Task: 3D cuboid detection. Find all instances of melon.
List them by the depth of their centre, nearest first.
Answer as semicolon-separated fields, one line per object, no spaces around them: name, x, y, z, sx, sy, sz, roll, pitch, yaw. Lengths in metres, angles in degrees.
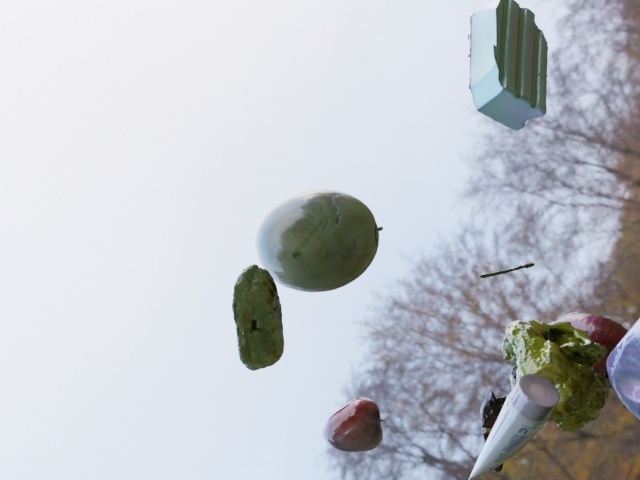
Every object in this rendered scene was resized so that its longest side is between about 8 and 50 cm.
melon;0.000;0.000;2.322;0.268;0.330;0.268;-15;-90;-82

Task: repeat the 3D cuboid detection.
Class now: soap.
soap;0.359;-0.346;1.715;0.145;0.091;0.230;24;-122;-25

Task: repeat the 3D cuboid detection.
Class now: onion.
onion;0.695;0.286;2.290;0.161;0.248;0.248;-31;-47;-30

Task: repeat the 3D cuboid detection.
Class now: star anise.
star anise;0.380;0.403;1.956;0.157;0.054;0.212;-40;-54;-70

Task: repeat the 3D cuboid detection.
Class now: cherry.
cherry;0.073;0.372;1.761;0.126;0.087;0.106;-37;-76;-11

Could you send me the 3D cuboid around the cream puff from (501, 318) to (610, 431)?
cream puff;0.514;0.262;1.899;0.185;0.281;0.282;-40;-24;20

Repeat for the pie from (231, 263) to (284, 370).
pie;-0.140;0.176;2.102;0.201;0.090;0.247;-11;-88;-70

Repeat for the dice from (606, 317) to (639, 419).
dice;0.731;0.213;1.683;0.270;0.270;0.271;-38;-21;-31

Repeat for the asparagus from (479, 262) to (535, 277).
asparagus;0.531;0.086;2.531;0.166;0.013;0.016;-12;-24;-7

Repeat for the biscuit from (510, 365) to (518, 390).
biscuit;0.530;0.404;2.320;0.061;0.055;0.219;-57;-36;-39

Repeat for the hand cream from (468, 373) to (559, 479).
hand cream;0.371;0.364;1.703;0.133;0.083;0.247;-12;-43;-38
